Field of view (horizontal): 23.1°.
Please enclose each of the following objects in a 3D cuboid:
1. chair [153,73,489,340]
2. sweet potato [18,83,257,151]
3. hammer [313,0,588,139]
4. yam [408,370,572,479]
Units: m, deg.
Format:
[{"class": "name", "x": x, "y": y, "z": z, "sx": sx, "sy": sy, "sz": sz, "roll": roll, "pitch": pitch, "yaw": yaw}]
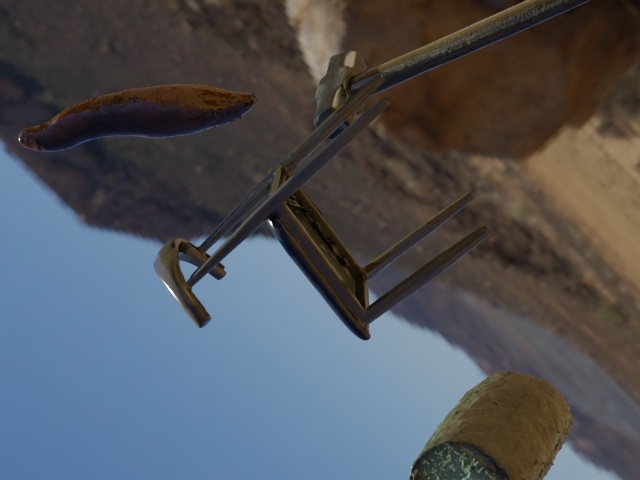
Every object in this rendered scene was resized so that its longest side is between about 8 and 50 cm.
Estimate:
[{"class": "chair", "x": 0.000, "y": 0.000, "z": 1.452, "sx": 0.166, "sy": 0.272, "sz": 0.188, "roll": 52, "pitch": -171, "yaw": -11}, {"class": "sweet potato", "x": -0.189, "y": -0.130, "z": 1.614, "sx": 0.057, "sy": 0.265, "sz": 0.057, "roll": -5, "pitch": -90, "yaw": -73}, {"class": "hammer", "x": 0.153, "y": -0.215, "z": 1.704, "sx": 0.043, "sy": 0.365, "sz": 0.111, "roll": 50, "pitch": -145, "yaw": -31}, {"class": "yam", "x": 0.225, "y": 0.283, "z": 2.080, "sx": 0.161, "sy": 0.161, "sz": 0.268, "roll": 46, "pitch": -147, "yaw": 2}]
